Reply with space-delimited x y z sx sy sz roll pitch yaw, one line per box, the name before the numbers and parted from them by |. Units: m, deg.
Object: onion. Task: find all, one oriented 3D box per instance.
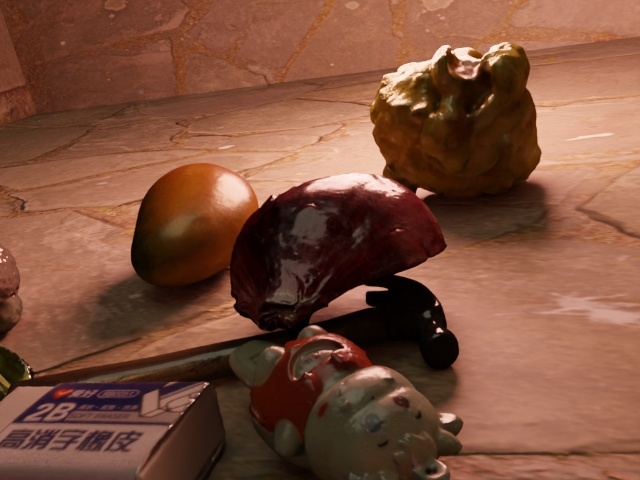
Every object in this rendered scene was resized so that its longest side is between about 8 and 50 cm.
onion | 0.000 0.000 0.716 0.227 0.120 0.283 -14 12 21

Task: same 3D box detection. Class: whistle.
whistle | 0.006 0.127 0.544 0.102 0.105 0.253 10 5 -37

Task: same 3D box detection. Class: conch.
conch | -0.395 0.137 0.770 0.201 0.079 0.095 14 15 16

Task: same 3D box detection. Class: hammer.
hammer | -0.093 0.117 0.700 0.440 0.044 0.168 -13 21 -3

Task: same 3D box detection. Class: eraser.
eraser | -0.199 0.174 0.576 0.210 0.067 0.124 -4 22 21

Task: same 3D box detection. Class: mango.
mango | -0.173 -0.024 0.991 0.176 0.139 0.254 -22 28 5

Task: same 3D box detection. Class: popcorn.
popcorn | 0.196 -0.178 1.054 0.250 0.241 0.235 -8 23 18

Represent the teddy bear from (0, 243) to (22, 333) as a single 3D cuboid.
teddy bear | -0.528 0.067 0.895 0.267 0.151 0.236 -13 -9 8
